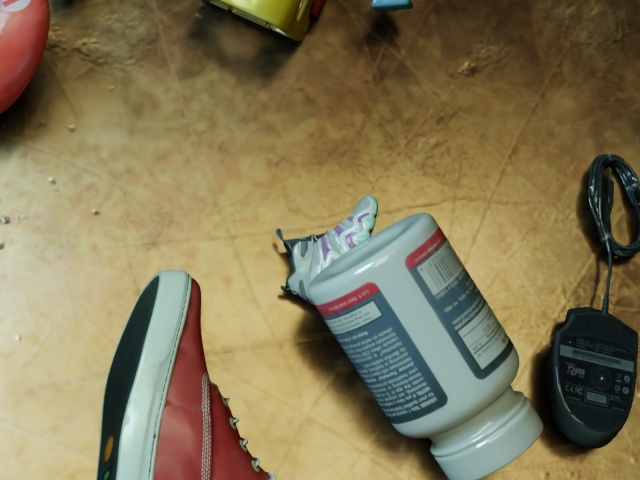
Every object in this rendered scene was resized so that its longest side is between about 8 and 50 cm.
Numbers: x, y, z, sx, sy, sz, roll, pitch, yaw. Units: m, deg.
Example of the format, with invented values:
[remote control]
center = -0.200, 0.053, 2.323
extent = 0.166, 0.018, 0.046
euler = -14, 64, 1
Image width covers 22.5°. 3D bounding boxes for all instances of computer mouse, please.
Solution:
[computer mouse]
center = 0.213, 0.046, 1.243
extent = 0.071, 0.041, 0.242
euler = 16, 66, -10

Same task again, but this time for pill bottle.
[pill bottle]
center = 0.081, 0.081, 1.168
extent = 0.108, 0.108, 0.180
euler = -34, 97, -14

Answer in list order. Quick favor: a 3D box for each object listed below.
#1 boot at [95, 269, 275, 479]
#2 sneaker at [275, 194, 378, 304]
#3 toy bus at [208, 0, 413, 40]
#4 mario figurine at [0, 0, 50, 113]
[boot]
center = -0.067, 0.148, 1.168
extent = 0.176, 0.088, 0.244
euler = 14, 62, -19
[sneaker]
center = 0.000, 0.000, 1.230
extent = 0.069, 0.038, 0.098
euler = 23, 73, 0
[toy bus]
center = -0.024, -0.257, 1.244
extent = 0.191, 0.104, 0.202
euler = -21, 87, 8
[mario figurine]
center = -0.357, -0.149, 1.165
extent = 0.321, 0.170, 0.198
euler = -11, 110, -1
